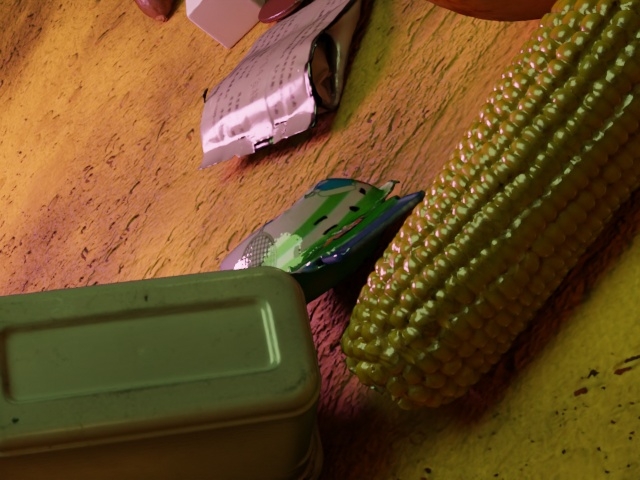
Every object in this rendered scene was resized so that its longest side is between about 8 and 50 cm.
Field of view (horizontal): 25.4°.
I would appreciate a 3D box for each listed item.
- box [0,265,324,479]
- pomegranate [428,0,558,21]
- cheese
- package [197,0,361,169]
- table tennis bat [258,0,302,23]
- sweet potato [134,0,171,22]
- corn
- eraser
[{"bbox_3d":[-0.145,0.122,1.134,0.182,0.312,0.175,108,153,-61],"label":"box"},{"bbox_3d":[0.178,-0.350,1.195,0.410,0.410,0.410,-36,34,29],"label":"pomegranate"},{"bbox_3d":[0.000,0.000,1.266,0.204,0.083,0.320,-37,5,-19],"label":"cheese"},{"bbox_3d":[-0.041,-0.204,1.633,0.204,0.062,0.250,-17,42,45],"label":"package"},{"bbox_3d":[-0.021,-0.310,1.754,0.156,0.013,0.087,-15,38,49],"label":"table tennis bat"},{"bbox_3d":[-0.214,-0.480,2.139,0.114,0.092,0.341,11,66,31],"label":"sweet potato"},{"bbox_3d":[0.161,-0.040,1.101,0.387,0.144,0.144,-55,29,6],"label":"corn"},{"bbox_3d":[-0.135,-0.379,1.928,0.076,0.078,0.298,-40,33,22],"label":"eraser"}]
